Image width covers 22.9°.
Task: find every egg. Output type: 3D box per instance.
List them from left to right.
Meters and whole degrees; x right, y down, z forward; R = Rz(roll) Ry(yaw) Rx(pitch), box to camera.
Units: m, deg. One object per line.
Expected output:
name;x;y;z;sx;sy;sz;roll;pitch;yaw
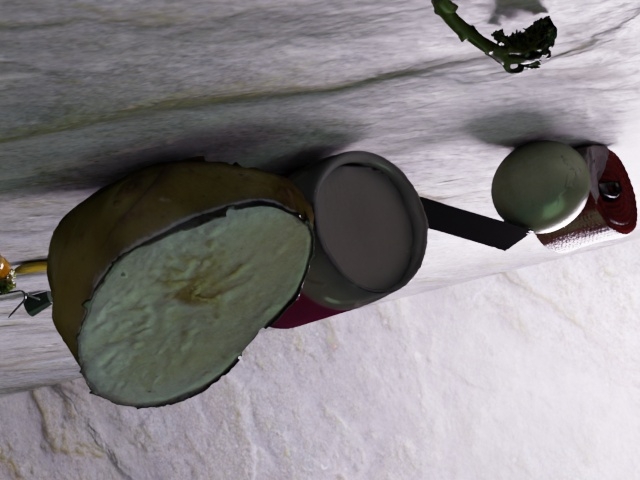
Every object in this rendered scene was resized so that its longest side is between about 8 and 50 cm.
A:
egg;0.275;-0.067;1.962;0.114;0.114;0.152;-9;172;-23

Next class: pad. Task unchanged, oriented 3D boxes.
pad;0.138;-0.033;2.002;0.243;0.004;0.163;16;169;-5

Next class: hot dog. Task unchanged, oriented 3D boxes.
hot dog;-0.407;0.043;1.955;0.056;0.041;0.133;-11;172;-5

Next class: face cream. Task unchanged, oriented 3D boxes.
face cream;0.000;0.000;1.797;0.175;0.175;0.195;-6;169;-39

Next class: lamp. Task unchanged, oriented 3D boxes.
lamp;-0.421;0.087;2.290;0.054;0.041;0.121;-23;172;15

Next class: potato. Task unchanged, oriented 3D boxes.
potato;-0.161;0.007;1.637;0.246;0.196;0.300;14;128;-43

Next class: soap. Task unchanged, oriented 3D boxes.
soap;-0.357;0.032;2.063;0.089;0.012;0.034;-7;170;-32

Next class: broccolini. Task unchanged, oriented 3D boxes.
broccolini;0.146;-0.167;1.298;0.054;0.052;0.194;-21;169;27

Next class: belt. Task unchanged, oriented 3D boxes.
belt;0.341;-0.052;2.123;0.124;0.128;0.201;-17;172;26
